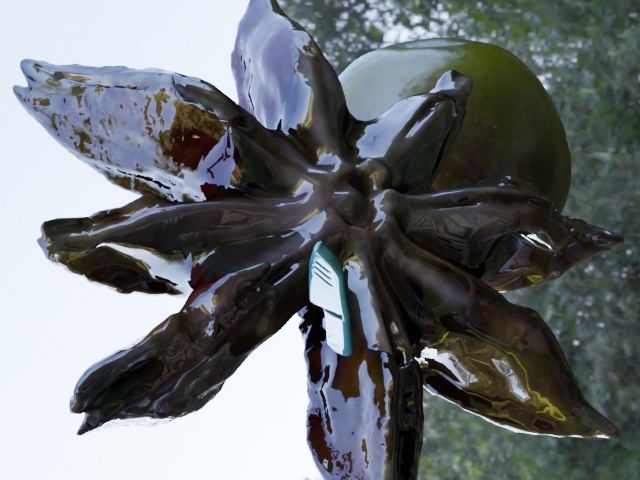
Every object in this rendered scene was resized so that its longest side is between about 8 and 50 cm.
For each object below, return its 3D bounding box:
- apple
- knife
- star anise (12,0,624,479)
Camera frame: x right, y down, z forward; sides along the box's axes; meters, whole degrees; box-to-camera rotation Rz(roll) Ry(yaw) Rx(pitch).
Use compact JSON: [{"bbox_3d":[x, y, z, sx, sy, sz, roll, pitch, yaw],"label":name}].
[{"bbox_3d":[0.084,-0.065,0.745,0.196,0.196,0.157,-21,-67,-44],"label":"apple"},{"bbox_3d":[0.003,0.019,0.304,0.005,0.014,0.091,-53,-15,-16],"label":"knife"},{"bbox_3d":[-0.001,0.000,0.419,0.288,0.288,0.088,-28,-20,-41],"label":"star anise"}]
